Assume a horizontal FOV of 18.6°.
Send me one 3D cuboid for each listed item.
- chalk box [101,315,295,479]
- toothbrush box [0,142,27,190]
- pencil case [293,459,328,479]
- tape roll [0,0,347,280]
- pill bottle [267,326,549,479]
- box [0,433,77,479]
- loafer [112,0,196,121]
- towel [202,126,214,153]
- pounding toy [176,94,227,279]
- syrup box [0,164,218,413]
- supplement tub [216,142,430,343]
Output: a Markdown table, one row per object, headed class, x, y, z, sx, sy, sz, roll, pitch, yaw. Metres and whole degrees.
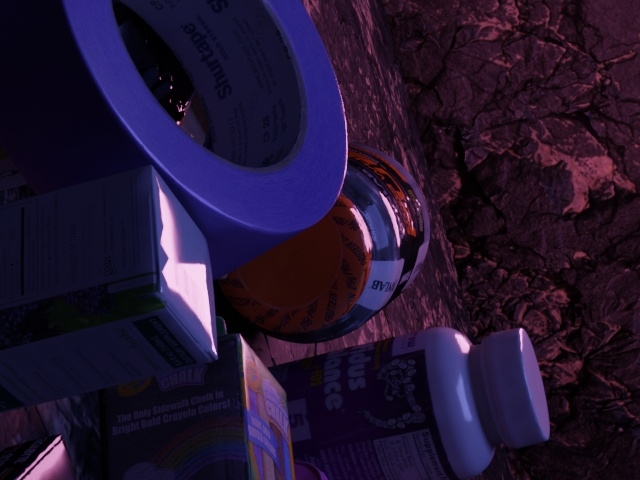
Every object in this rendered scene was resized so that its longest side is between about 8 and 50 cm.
| class | x | y | z | sx | sy | sz | roll | pitch | yaw |
| --- | --- | --- | --- | --- | --- | --- | --- | --- | --- |
| chalk box | -0.104 | 0.170 | 1.679 | 0.132 | 0.132 | 0.213 | 57 | 24 | -56 |
| toothbrush box | -0.267 | -0.176 | 1.367 | 0.283 | 0.122 | 0.206 | 50 | 29 | -67 |
| pencil case | -0.001 | 0.310 | 2.050 | 0.209 | 0.098 | 0.095 | 59 | 43 | -49 |
| tape roll | -0.103 | -0.112 | 1.301 | 0.275 | 0.090 | 0.275 | 36 | 40 | -36 |
| pill bottle | 0.087 | 0.187 | 2.111 | 0.169 | 0.301 | 0.169 | -14 | 90 | -78 |
| box | -0.194 | 0.264 | 1.354 | 0.175 | 0.051 | 0.220 | -46 | 122 | -76 |
| loafer | -0.127 | -0.139 | 1.446 | 0.302 | 0.095 | 0.109 | -76 | 152 | -67 |
| towel | -0.076 | -0.106 | 1.649 | 0.209 | 0.034 | 0.285 | -73 | -177 | -49 |
| pounding toy | -0.151 | -0.034 | 1.812 | 0.206 | 0.094 | 0.181 | -75 | 155 | -48 |
| syrup box | -0.190 | 0.042 | 1.183 | 0.093 | 0.237 | 0.096 | 58 | 21 | -54 |
| supplement tub | 0.000 | 0.000 | 2.159 | 0.338 | 0.207 | 0.207 | -30 | 105 | -78 |
